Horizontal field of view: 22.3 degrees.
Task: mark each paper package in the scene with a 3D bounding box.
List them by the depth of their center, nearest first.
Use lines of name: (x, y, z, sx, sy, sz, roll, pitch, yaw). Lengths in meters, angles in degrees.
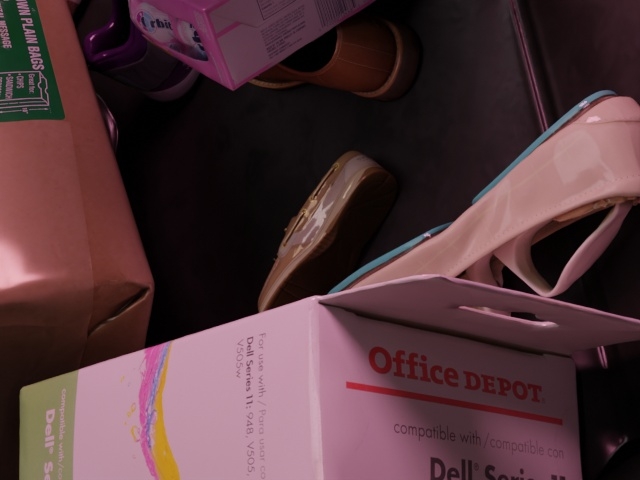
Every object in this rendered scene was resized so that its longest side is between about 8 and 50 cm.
paper package: (-0.252, 0.008, 1.211, 0.309, 0.168, 0.325, 110, 147, -49)

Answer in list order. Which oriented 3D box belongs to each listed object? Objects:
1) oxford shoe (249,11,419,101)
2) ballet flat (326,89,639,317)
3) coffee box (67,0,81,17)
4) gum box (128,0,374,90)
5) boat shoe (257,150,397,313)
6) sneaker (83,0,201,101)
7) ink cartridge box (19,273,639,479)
oxford shoe: (-0.026, -0.144, 1.131, 0.212, 0.076, 0.076, 14, 94, 52)
ballet flat: (0.100, 0.009, 0.949, 0.248, 0.086, 0.086, -39, 54, 36)
coffee box: (-0.248, -0.316, 1.396, 0.297, 0.119, 0.168, -58, 41, 22)
gum box: (-0.029, -0.179, 1.065, 0.107, 0.188, 0.062, 32, 149, 48)
boat shoe: (0.000, 0.000, 1.089, 0.135, 0.050, 0.045, -52, 42, 13)
sneaker: (-0.105, -0.209, 1.220, 0.083, 0.098, 0.224, 46, 115, 45)
ink cartridge box: (0.006, 0.122, 0.923, 0.353, 0.207, 0.119, -20, 65, 46)
